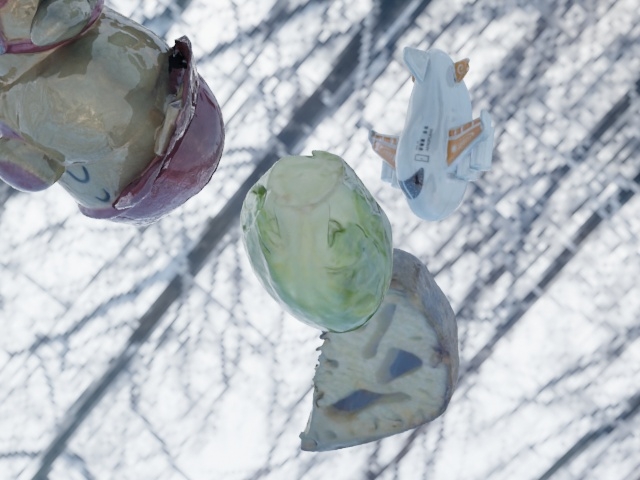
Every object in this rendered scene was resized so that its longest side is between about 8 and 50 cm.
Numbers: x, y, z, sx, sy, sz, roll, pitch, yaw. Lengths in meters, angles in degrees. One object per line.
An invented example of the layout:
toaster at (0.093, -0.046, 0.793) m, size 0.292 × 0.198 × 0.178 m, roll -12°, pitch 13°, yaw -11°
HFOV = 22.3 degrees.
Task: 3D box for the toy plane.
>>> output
toy plane at (0.154, -0.148, 2.263) m, size 0.117 × 0.244 × 0.244 m, roll 11°, pitch -144°, yaw -37°

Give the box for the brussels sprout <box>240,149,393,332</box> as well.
brussels sprout at (-0.005, 0.000, 1.536) m, size 0.161 × 0.144 × 0.180 m, roll -74°, pitch -23°, yaw -54°

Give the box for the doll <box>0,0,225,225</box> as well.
doll at (-0.169, -0.112, 1.061) m, size 0.256 × 0.152 × 0.196 m, roll 49°, pitch 180°, yaw -25°

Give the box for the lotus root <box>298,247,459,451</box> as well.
lotus root at (0.070, 0.132, 1.801) m, size 0.170 × 0.260 × 0.074 m, roll 8°, pitch -150°, yaw 3°
